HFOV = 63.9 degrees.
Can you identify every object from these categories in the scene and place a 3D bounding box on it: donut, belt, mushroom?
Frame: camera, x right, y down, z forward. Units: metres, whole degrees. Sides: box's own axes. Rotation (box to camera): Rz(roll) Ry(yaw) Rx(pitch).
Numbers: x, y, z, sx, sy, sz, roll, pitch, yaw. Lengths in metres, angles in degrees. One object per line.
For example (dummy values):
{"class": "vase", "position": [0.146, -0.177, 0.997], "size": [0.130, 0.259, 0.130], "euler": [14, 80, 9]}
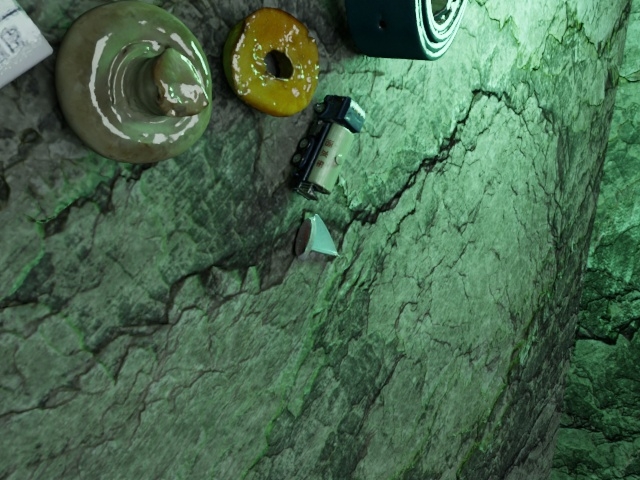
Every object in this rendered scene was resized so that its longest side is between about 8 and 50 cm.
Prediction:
{"class": "donut", "position": [-0.084, -0.290, 0.847], "size": [0.178, 0.065, 0.162], "euler": [30, 85, -46]}
{"class": "belt", "position": [0.183, -0.551, 0.923], "size": [0.300, 0.173, 0.437], "euler": [-1, 101, -61]}
{"class": "mushroom", "position": [-0.217, -0.193, 0.646], "size": [0.204, 0.204, 0.204], "euler": [-14, 111, -41]}

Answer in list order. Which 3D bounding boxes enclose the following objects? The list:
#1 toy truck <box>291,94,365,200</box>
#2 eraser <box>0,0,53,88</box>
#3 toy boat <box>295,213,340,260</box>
{"class": "toy truck", "position": [0.012, -0.173, 0.954], "size": [0.074, 0.088, 0.202], "euler": [31, 79, -43]}
{"class": "eraser", "position": [-0.415, -0.196, 0.543], "size": [0.210, 0.068, 0.124], "euler": [-48, 131, -23]}
{"class": "toy boat", "position": [0.000, 0.000, 1.039], "size": [0.122, 0.034, 0.096], "euler": [14, 91, -54]}
